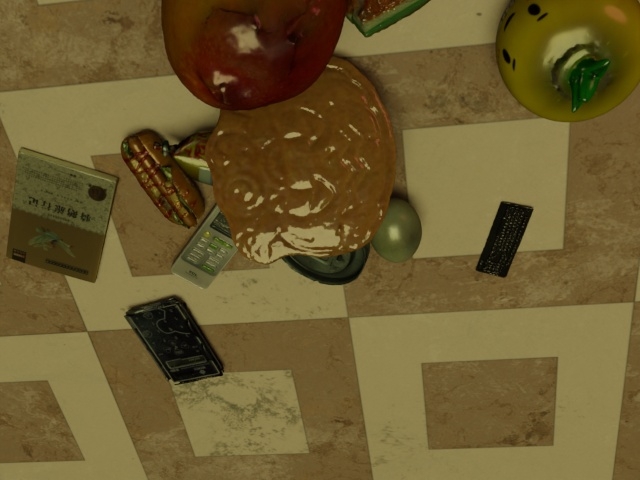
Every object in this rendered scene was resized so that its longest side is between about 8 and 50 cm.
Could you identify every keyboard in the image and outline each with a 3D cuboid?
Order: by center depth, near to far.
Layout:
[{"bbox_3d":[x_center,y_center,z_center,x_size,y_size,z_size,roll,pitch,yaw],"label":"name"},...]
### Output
[{"bbox_3d":[0.405,0.002,1.776,0.074,0.015,0.196,11,126,-3],"label":"keyboard"}]

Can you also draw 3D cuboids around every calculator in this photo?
[{"bbox_3d":[-0.366,0.258,2.024,0.165,0.028,0.274,-15,124,16],"label":"calculator"}]

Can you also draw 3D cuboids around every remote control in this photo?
[{"bbox_3d":[-0.242,0.008,1.825,0.103,0.034,0.250,31,122,-17],"label":"remote control"}]

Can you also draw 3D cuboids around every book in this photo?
[{"bbox_3d":[-0.590,-0.048,1.822,0.217,0.021,0.310,17,126,-8],"label":"book"}]

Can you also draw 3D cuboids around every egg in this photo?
[{"bbox_3d":[0.160,-0.019,1.720,0.114,0.114,0.152,-4,126,8],"label":"egg"}]

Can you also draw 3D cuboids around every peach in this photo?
[{"bbox_3d":[-0.113,-0.378,1.328,0.372,0.372,0.290,-13,127,14],"label":"peach"}]

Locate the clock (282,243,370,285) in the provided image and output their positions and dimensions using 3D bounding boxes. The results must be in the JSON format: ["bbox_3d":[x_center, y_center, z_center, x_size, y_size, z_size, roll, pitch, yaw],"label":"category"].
[{"bbox_3d":[0.000,0.000,1.749,0.226,0.049,0.226,16,135,16],"label":"clock"}]

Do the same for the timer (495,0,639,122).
[{"bbox_3d":[0.440,-0.314,1.383,0.285,0.285,0.285,2,127,3],"label":"timer"}]

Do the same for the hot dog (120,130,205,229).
[{"bbox_3d":[-0.331,-0.120,1.714,0.104,0.076,0.250,-19,120,17],"label":"hot dog"}]

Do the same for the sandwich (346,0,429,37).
[{"bbox_3d":[0.103,-0.443,1.384,0.185,0.160,0.109,-36,74,20],"label":"sandwich"}]

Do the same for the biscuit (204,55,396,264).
[{"bbox_3d":[-0.037,-0.154,1.545,0.365,0.062,0.385,-10,93,3],"label":"biscuit"}]

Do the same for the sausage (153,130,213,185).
[{"bbox_3d":[-0.184,-0.166,1.644,0.317,0.125,0.117,12,130,-1],"label":"sausage"}]
